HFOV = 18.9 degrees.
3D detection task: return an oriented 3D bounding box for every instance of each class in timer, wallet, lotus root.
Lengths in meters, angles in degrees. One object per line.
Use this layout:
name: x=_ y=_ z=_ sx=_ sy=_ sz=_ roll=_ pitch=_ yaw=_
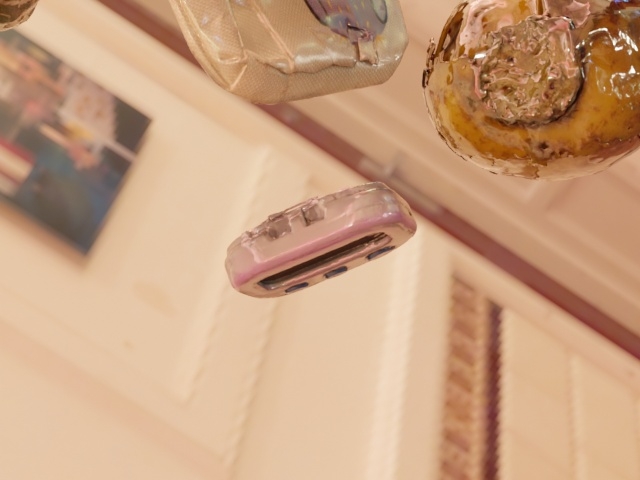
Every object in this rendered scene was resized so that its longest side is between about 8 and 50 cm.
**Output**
timer: x=0.000 y=0.000 z=2.141 sx=0.208 sy=0.069 sz=0.191 roll=-22 pitch=-12 yaw=10
wallet: x=-0.040 y=-0.269 z=1.856 sx=0.068 sy=0.275 sz=0.335 roll=-18 pitch=-2 yaw=44
lotus root: x=0.189 y=-0.140 z=1.489 sx=0.397 sy=0.196 sz=0.179 roll=-29 pitch=-69 yaw=-71

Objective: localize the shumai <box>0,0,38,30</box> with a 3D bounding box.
shumai: x=-0.338 y=-0.423 z=2.142 sx=0.263 sy=0.309 sz=0.304 roll=-20 pitch=63 yaw=14
